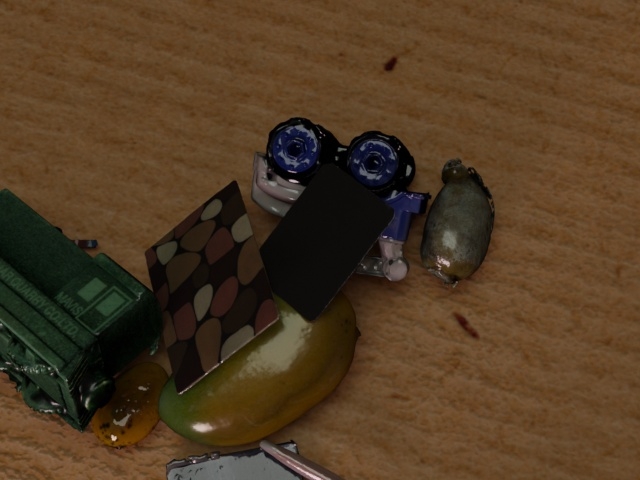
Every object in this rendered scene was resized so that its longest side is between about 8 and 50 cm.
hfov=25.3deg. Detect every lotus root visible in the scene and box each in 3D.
[{"bbox_3d":[0.164,-0.021,1.698,0.088,0.088,0.165,9,63,8],"label":"lotus root"}]

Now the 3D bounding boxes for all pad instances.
[{"bbox_3d":[-0.130,0.049,1.653,0.158,0.003,0.235,-38,44,19],"label":"pad"},{"bbox_3d":[0.000,0.000,1.601,0.112,0.003,0.157,39,93,25],"label":"pad"}]

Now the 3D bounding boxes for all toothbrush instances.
[{"bbox_3d":[0.064,0.304,1.600,0.307,0.025,0.029,28,81,8],"label":"toothbrush"}]

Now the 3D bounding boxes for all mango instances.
[{"bbox_3d":[-0.069,0.142,1.636,0.251,0.114,0.156,-40,85,-11],"label":"mango"},{"bbox_3d":[-0.220,0.190,1.664,0.079,0.057,0.114,25,65,18],"label":"mango"}]

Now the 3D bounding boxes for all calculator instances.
[{"bbox_3d":[-0.080,0.362,1.603,0.161,0.021,0.261,-10,69,0],"label":"calculator"}]

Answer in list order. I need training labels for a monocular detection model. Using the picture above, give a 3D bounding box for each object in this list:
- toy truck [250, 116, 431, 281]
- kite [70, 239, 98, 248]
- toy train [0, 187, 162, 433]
[{"bbox_3d":[0.021,-0.048,1.700,0.213,0.161,0.177,10,93,9],"label":"toy truck"},{"bbox_3d":[-0.405,0.051,1.753,0.285,0.015,0.152,-3,71,6],"label":"kite"},{"bbox_3d":[-0.332,0.069,1.653,0.330,0.138,0.178,36,62,26],"label":"toy train"}]
